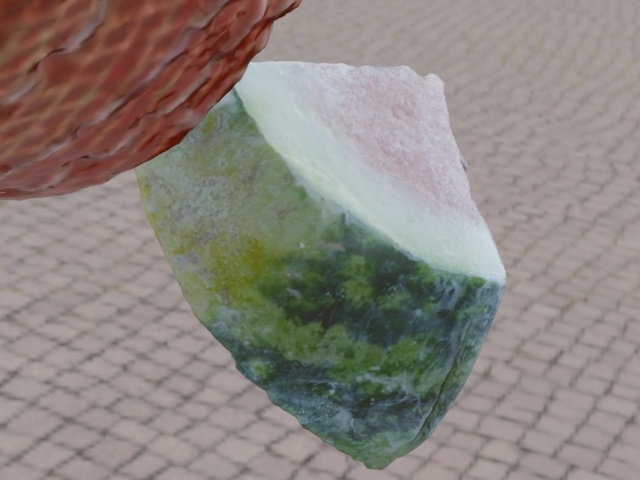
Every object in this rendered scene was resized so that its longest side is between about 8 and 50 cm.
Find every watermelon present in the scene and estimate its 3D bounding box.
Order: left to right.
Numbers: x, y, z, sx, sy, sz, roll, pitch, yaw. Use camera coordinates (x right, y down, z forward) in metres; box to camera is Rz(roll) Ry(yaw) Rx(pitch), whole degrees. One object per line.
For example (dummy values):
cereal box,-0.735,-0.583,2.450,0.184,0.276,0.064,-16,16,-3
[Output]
watermelon,0.000,0.000,0.964,0.310,0.193,0.232,45,48,-5

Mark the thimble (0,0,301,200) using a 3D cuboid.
thimble,-0.183,-0.184,0.652,0.350,0.350,0.230,16,-3,19
